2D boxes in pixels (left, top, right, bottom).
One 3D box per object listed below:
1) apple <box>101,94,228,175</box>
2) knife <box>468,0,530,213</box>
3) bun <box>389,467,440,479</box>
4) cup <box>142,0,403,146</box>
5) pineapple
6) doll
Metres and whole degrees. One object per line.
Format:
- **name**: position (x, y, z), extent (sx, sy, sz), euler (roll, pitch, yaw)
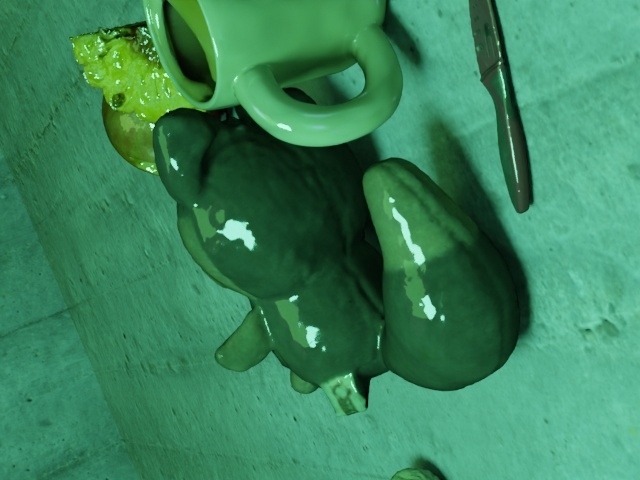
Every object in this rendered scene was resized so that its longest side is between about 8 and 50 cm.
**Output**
- **apple**: position (-0.218, -0.174, 1.480), extent (0.199, 0.199, 0.199), euler (45, 147, 40)
- **knife**: position (0.157, -0.142, 0.939), extent (0.035, 0.018, 0.247), euler (16, 122, 63)
- **bun**: position (0.133, 0.337, 1.325), extent (0.115, 0.069, 0.115), euler (157, 90, -86)
- **cup**: position (-0.031, -0.217, 1.022), extent (0.255, 0.202, 0.173), euler (40, 144, 46)
- **pineapple**: position (-0.175, -0.229, 1.358), extent (0.164, 0.250, 0.140), euler (-82, -19, -69)
- **doll**: position (0.020, -0.019, 1.126), extent (0.378, 0.252, 0.382), euler (-13, 114, 34)
